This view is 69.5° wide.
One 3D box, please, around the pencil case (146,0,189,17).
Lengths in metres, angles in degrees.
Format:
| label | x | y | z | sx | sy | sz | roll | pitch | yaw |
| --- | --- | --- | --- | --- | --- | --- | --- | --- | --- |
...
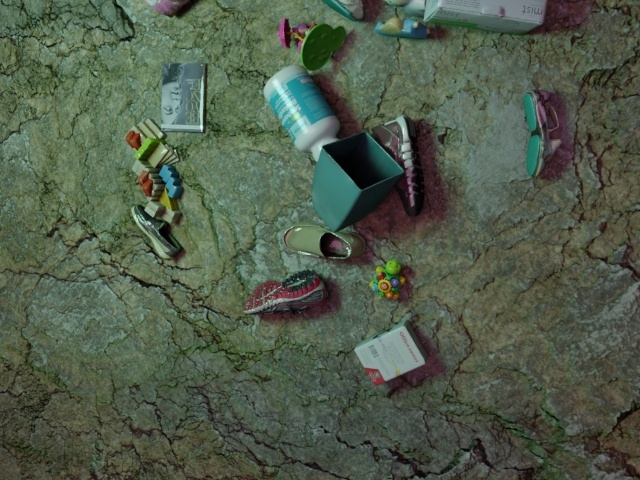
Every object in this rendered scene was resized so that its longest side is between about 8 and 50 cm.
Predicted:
| label | x | y | z | sx | sy | sz | roll | pitch | yaw |
| --- | --- | --- | --- | --- | --- | --- | --- | --- | --- |
| pencil case | -0.391 | -0.850 | 1.381 | 0.386 | 0.160 | 0.167 | -32 | 78 | 21 |

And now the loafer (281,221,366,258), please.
| label | x | y | z | sx | sy | sz | roll | pitch | yaw |
| --- | --- | --- | --- | --- | --- | --- | --- | --- | --- |
| loafer | 0.000 | 0.000 | 1.391 | 0.269 | 0.092 | 0.101 | 6 | 99 | 19 |

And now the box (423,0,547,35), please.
| label | x | y | z | sx | sy | sz | roll | pitch | yaw |
| --- | --- | --- | --- | --- | --- | --- | --- | --- | --- |
| box | 0.404 | -0.638 | 1.100 | 0.262 | 0.127 | 0.231 | 5 | 101 | -6 |

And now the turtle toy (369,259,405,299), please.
| label | x | y | z | sx | sy | sz | roll | pitch | yaw |
| --- | --- | --- | --- | --- | --- | --- | --- | --- | --- |
| turtle toy | 0.198 | 0.115 | 1.351 | 0.095 | 0.066 | 0.130 | 24 | 105 | 15 |

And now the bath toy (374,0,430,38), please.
| label | x | y | z | sx | sy | sz | roll | pitch | yaw |
| --- | --- | --- | --- | --- | --- | --- | --- | --- | --- |
| bath toy | 0.244 | -0.711 | 1.196 | 0.129 | 0.151 | 0.348 | 21 | 99 | 39 |

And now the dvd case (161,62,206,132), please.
| label | x | y | z | sx | sy | sz | roll | pitch | yaw |
| --- | --- | --- | --- | --- | --- | --- | --- | --- | --- |
| dvd case | -0.455 | -0.472 | 1.527 | 0.165 | 0.018 | 0.221 | 7 | 100 | 18 |

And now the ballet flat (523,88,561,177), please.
| label | x | y | z | sx | sy | sz | roll | pitch | yaw |
| --- | --- | --- | --- | --- | --- | --- | --- | --- | --- |
| ballet flat | 0.568 | -0.274 | 1.174 | 0.079 | 0.077 | 0.221 | -6 | 95 | 0 |

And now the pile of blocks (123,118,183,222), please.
| label | x | y | z | sx | sy | sz | roll | pitch | yaw |
| --- | --- | --- | --- | --- | --- | --- | --- | --- | --- |
| pile of blocks | -0.556 | -0.234 | 1.544 | 0.149 | 0.113 | 0.362 | -19 | 91 | 21 |

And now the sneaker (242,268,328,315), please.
| label | x | y | z | sx | sy | sz | roll | pitch | yaw |
| --- | --- | --- | --- | --- | --- | --- | --- | --- | --- |
| sneaker | -0.117 | 0.192 | 1.452 | 0.299 | 0.120 | 0.112 | -17 | 122 | 28 |

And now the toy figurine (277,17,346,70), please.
| label | x | y | z | sx | sy | sz | roll | pitch | yaw |
| --- | --- | --- | --- | --- | --- | --- | --- | --- | --- |
| toy figurine | -0.042 | -0.590 | 1.322 | 0.159 | 0.173 | 0.130 | 40 | 153 | 27 |

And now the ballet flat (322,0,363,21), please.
| label | x | y | z | sx | sy | sz | roll | pitch | yaw |
| --- | --- | --- | --- | --- | --- | --- | --- | --- | --- |
| ballet flat | -0.032 | -0.765 | 1.272 | 0.409 | 0.147 | 0.147 | 36 | 107 | 11 |

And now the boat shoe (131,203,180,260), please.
| label | x | y | z | sx | sy | sz | roll | pitch | yaw |
| --- | --- | --- | --- | --- | --- | --- | --- | --- | --- |
| boat shoe | -0.562 | -0.039 | 1.595 | 0.073 | 0.080 | 0.223 | -34 | 91 | 15 |

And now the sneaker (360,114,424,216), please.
| label | x | y | z | sx | sy | sz | roll | pitch | yaw |
| --- | --- | --- | --- | --- | --- | --- | --- | --- | --- |
| sneaker | 0.197 | -0.199 | 1.304 | 0.163 | 0.106 | 0.281 | -7 | 87 | 28 |

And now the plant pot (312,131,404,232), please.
| label | x | y | z | sx | sy | sz | roll | pitch | yaw |
| --- | --- | --- | --- | --- | --- | --- | --- | --- | --- |
| plant pot | 0.080 | -0.141 | 1.272 | 0.165 | 0.166 | 0.234 | 50 | 144 | 20 |

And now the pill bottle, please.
| label | x | y | z | sx | sy | sz | roll | pitch | yaw |
| --- | --- | --- | --- | --- | --- | --- | --- | --- | --- |
| pill bottle | -0.040 | -0.357 | 1.329 | 0.146 | 0.146 | 0.264 | -34 | 85 | 20 |

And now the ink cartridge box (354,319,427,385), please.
| label | x | y | z | sx | sy | sz | roll | pitch | yaw |
| --- | --- | --- | --- | --- | --- | --- | --- | --- | --- |
| ink cartridge box | 0.212 | 0.334 | 1.372 | 0.175 | 0.072 | 0.127 | -31 | 86 | 20 |
